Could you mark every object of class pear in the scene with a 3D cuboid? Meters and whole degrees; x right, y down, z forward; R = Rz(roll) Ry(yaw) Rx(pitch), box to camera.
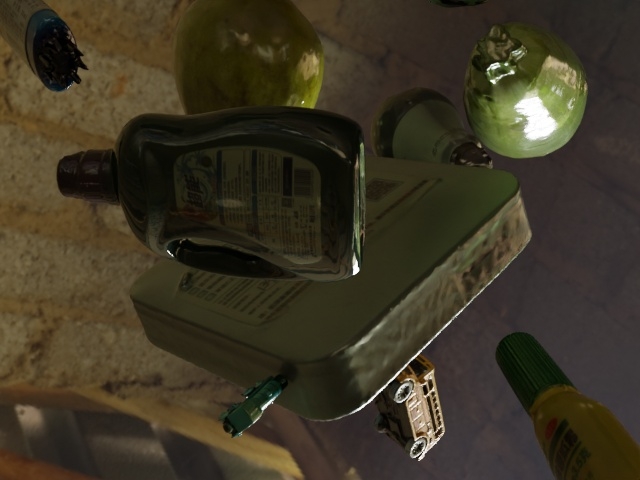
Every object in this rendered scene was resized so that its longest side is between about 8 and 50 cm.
[{"bbox_3d":[-0.140,-0.298,1.539,0.287,0.375,0.287,10,-173,-1],"label":"pear"}]

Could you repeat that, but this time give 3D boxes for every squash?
[{"bbox_3d":[0.188,-0.137,0.749,0.118,0.118,0.370,34,-171,11],"label":"squash"}]

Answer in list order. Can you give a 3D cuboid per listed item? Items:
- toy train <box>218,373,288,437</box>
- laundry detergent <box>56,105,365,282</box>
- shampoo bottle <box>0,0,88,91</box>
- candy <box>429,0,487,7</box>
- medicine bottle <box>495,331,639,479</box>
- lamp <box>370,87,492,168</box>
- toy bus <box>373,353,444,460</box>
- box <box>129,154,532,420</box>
[{"bbox_3d":[-0.063,0.157,0.795,0.029,0.045,0.092,52,-147,2],"label":"toy train"},{"bbox_3d":[-0.079,-0.030,0.594,0.221,0.144,0.078,1,-141,6],"label":"laundry detergent"},{"bbox_3d":[-0.311,-0.225,0.897,0.050,0.087,0.183,-21,-135,-29],"label":"shampoo bottle"},{"bbox_3d":[0.018,-0.206,0.612,0.305,0.083,0.091,-15,-161,-24],"label":"candy"},{"bbox_3d":[0.224,0.167,0.728,0.064,0.095,0.260,-4,-153,-9],"label":"medicine bottle"},{"bbox_3d":[0.195,-0.183,1.534,0.181,0.182,0.314,26,-163,-15],"label":"lamp"},{"bbox_3d":[0.102,0.187,0.983,0.069,0.074,0.162,32,149,44],"label":"toy bus"},{"bbox_3d":[0.006,0.026,1.027,0.396,0.111,0.396,-37,-148,-31],"label":"box"}]
